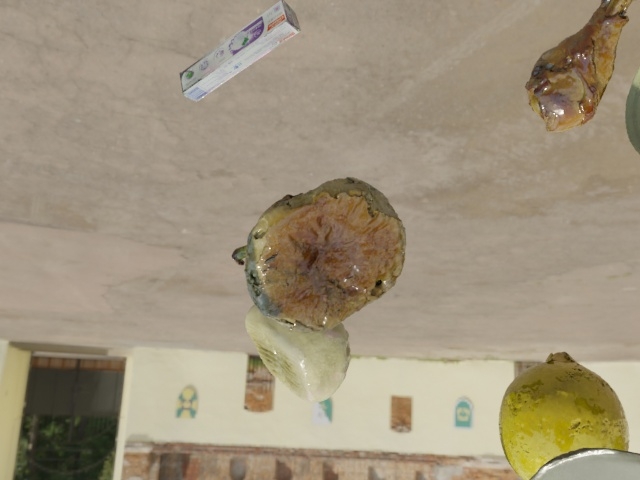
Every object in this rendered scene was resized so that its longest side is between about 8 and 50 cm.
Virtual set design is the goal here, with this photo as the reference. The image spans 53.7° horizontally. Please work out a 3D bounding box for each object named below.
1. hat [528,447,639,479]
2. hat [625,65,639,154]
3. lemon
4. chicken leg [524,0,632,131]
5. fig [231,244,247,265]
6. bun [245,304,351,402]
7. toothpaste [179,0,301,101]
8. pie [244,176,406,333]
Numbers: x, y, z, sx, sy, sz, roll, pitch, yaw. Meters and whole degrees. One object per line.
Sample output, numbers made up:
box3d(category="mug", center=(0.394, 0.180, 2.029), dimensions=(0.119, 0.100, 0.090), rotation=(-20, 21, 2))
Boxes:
box3d(category="hat", center=(0.210, 0.280, 0.417), dimensions=(0.214, 0.244, 0.149), rotation=(11, -157, 10))
box3d(category="hat", center=(0.652, -0.241, 1.071), dimensions=(0.110, 0.251, 0.252), rotation=(9, 164, -18))
box3d(category="lemon", center=(0.337, 0.257, 0.884), dimensions=(0.174, 0.206, 0.173), rotation=(2, 163, 1))
box3d(category="chicken leg", center=(0.369, -0.264, 0.854), dimensions=(0.107, 0.251, 0.087), rotation=(35, -157, 16))
box3d(category="fig", center=(0.000, 0.000, 0.992), dimensions=(0.260, 0.151, 0.151), rotation=(11, 166, 1))
box3d(category="bun", center=(-0.031, 0.163, 1.055), dimensions=(0.128, 0.178, 0.193), rotation=(-34, -148, -26))
box3d(category="toothpaste", center=(-0.119, -0.268, 0.910), dimensions=(0.196, 0.047, 0.040), rotation=(-28, 148, 22))
box3d(category="pie", center=(0.005, 0.016, 0.713), dimensions=(0.195, 0.195, 0.046), rotation=(10, -160, -28))
